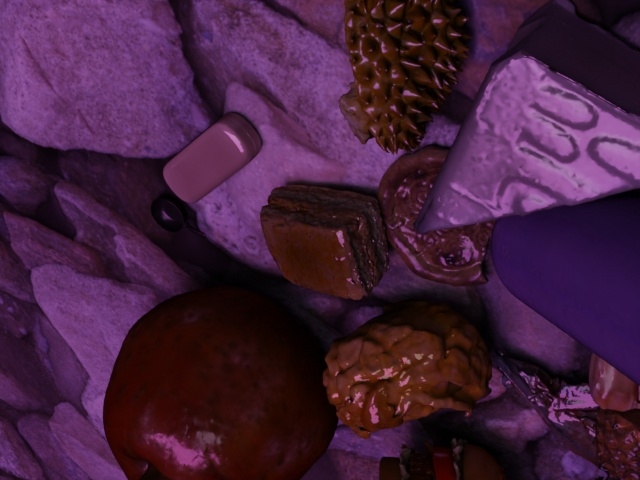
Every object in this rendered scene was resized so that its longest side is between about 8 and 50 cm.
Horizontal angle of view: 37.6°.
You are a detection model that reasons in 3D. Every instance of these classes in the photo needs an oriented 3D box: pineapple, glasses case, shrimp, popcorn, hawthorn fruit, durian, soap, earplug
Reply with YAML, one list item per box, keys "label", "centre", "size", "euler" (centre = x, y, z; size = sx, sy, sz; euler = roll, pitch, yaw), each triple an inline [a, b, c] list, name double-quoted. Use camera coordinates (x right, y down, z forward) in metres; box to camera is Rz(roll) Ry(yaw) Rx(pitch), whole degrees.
- label: "pineapple"
  centre: [0.429, 0.315, 1.308]
  size: [0.128, 0.128, 0.248]
  euler: [18, 127, 22]
- label: "glasses case"
  centre: [-0.172, -0.127, 1.472]
  size: [0.196, 0.050, 0.083]
  euler: [-29, 102, 44]
- label: "shrimp"
  centre: [0.397, 0.246, 1.382]
  size: [0.317, 0.062, 0.164]
  euler: [35, 128, 0]
- label: "popcorn"
  centre: [0.124, 0.191, 1.403]
  size: [0.250, 0.250, 0.190]
  euler: [-7, 102, 37]
- label: "hawthorn fruit"
  centre: [-0.185, 0.287, 1.570]
  size: [0.402, 0.403, 0.403]
  euler: [18, 131, 22]
- label: "durian"
  centre: [0.085, -0.222, 1.164]
  size: [0.166, 0.172, 0.306]
  euler: [29, 149, 46]
- label: "soap"
  centre: [0.289, -0.089, 1.108]
  size: [0.257, 0.159, 0.302]
  euler: [30, 131, 8]
- label: "earplug"
  centre: [0.351, 0.041, 1.047]
  size: [0.215, 0.215, 0.456]
  euler: [65, 168, -23]

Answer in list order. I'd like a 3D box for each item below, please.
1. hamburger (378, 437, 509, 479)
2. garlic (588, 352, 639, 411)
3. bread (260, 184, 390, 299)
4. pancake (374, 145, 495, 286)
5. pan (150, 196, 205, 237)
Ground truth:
- label: "hamburger"
  centre: [0.216, 0.456, 1.517]
  size: [0.212, 0.274, 0.274]
  euler: [-9, 121, 8]
- label: "garlic"
  centre: [0.468, 0.126, 1.191]
  size: [0.217, 0.110, 0.228]
  euler: [18, 104, 17]
- label: "bread"
  centre: [0.000, 0.000, 1.406]
  size: [0.196, 0.102, 0.138]
  euler: [14, 132, 35]
- label: "pancake"
  centre: [0.174, -0.032, 1.331]
  size: [0.212, 0.029, 0.235]
  euler: [28, 133, 14]
- label: "pan"
  centre: [-0.238, -0.036, 1.604]
  size: [0.115, 0.023, 0.068]
  euler: [29, 134, 16]
